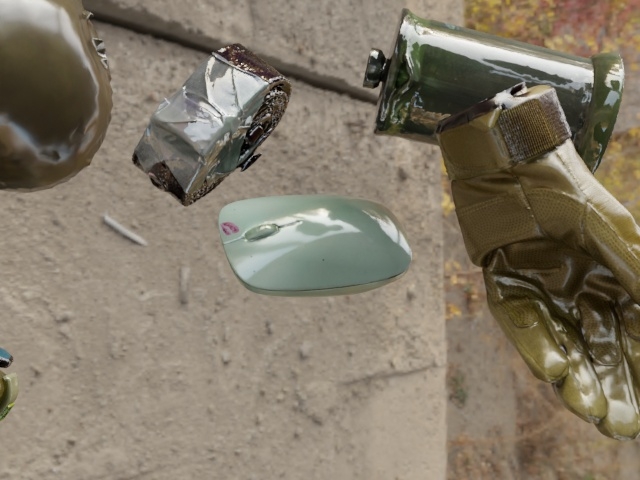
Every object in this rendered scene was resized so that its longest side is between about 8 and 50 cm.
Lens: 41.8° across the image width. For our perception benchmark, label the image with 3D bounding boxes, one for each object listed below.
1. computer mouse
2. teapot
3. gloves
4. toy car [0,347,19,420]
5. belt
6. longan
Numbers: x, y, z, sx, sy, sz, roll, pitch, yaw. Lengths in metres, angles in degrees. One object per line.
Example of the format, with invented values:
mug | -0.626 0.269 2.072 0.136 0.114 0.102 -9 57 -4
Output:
computer mouse | 0.004 -0.004 1.160 0.288 0.097 0.159 3 53 -34
teapot | 0.230 -0.213 1.209 0.270 0.337 0.200 -77 -179 -72
gloves | 0.217 0.018 0.753 0.141 0.154 0.331 74 -10 -87
toy car | -0.755 0.289 1.677 0.204 0.248 0.198 -53 179 6
belt | -0.166 -0.186 1.395 0.289 0.164 0.184 -48 169 -23
longan | -0.584 -0.319 1.556 0.436 0.404 0.404 40 57 -37
